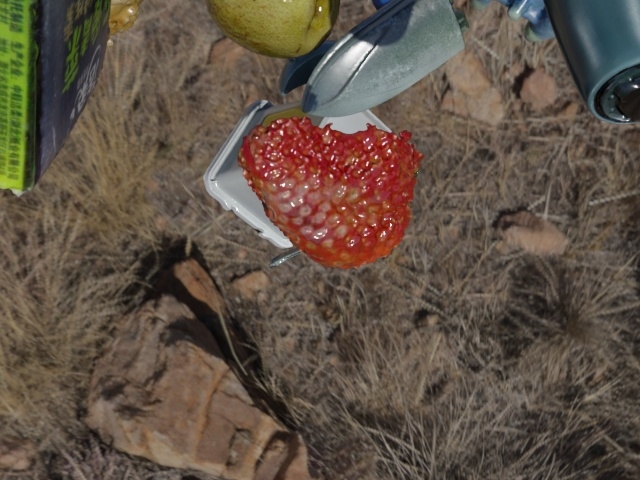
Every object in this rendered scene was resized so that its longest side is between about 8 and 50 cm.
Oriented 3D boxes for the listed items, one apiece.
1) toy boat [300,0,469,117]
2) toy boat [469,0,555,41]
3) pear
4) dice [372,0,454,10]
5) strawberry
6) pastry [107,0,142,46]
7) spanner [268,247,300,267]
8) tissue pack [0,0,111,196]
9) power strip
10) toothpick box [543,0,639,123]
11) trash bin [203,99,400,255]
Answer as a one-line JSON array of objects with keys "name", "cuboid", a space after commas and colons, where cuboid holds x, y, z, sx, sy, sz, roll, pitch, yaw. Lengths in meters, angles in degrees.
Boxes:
[{"name": "toy boat", "cuboid": [0.100, -0.307, 1.355, 0.319, 0.141, 0.092, -35, 40, -2]}, {"name": "toy boat", "cuboid": [0.367, -0.417, 1.333, 0.215, 0.330, 0.123, 29, 73, -12]}, {"name": "pear", "cuboid": [-0.087, -0.416, 1.399, 0.211, 0.228, 0.188, 21, 91, 19]}, {"name": "dice", "cuboid": [0.193, -0.541, 1.743, 0.146, 0.146, 0.143, -30, 61, 28]}, {"name": "strawberry", "cuboid": [0.020, -0.030, 0.821, 0.236, 0.175, 0.107, -4, 59, -33]}, {"name": "pastry", "cuboid": [-0.301, -0.304, 0.849, 0.284, 0.316, 0.184, -11, 78, -2]}, {"name": "spanner", "cuboid": [0.000, 0.000, 1.905, 0.302, 0.071, 0.017, -25, 103, 26]}, {"name": "tissue pack", "cuboid": [-0.179, -0.170, 0.513, 0.073, 0.235, 0.173, 16, 42, -6]}, {"name": "power strip", "cuboid": [0.007, -0.330, 1.592, 0.216, 0.137, 0.044, 6, 44, -28]}, {"name": "toothpick box", "cuboid": [0.254, -0.193, 0.682, 0.120, 0.120, 0.184, -9, 64, 7]}, {"name": "trash bin", "cuboid": [-0.016, -0.135, 1.622, 0.367, 0.296, 0.256, -8, 47, 57]}]
